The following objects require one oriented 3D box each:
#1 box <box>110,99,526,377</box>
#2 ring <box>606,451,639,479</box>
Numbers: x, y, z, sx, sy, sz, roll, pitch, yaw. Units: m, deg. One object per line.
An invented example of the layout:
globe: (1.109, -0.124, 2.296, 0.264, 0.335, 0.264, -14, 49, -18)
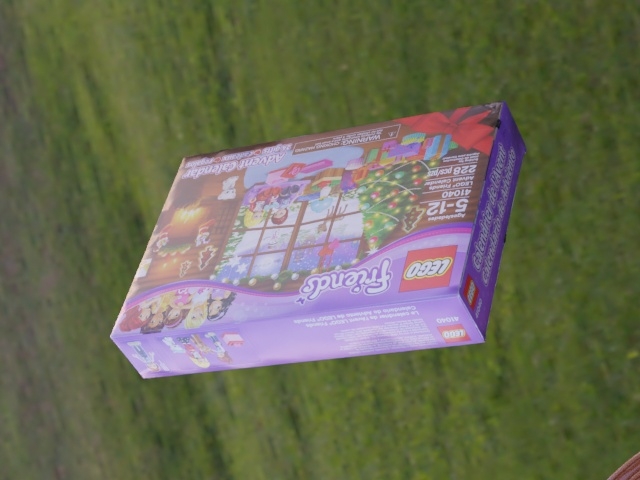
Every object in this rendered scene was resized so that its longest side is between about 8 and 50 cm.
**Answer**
box: (0.000, 0.000, 1.181, 0.293, 0.201, 0.057, -9, 134, 27)
ring: (0.300, 0.269, 0.954, 0.032, 0.337, 0.336, 25, -135, -77)
